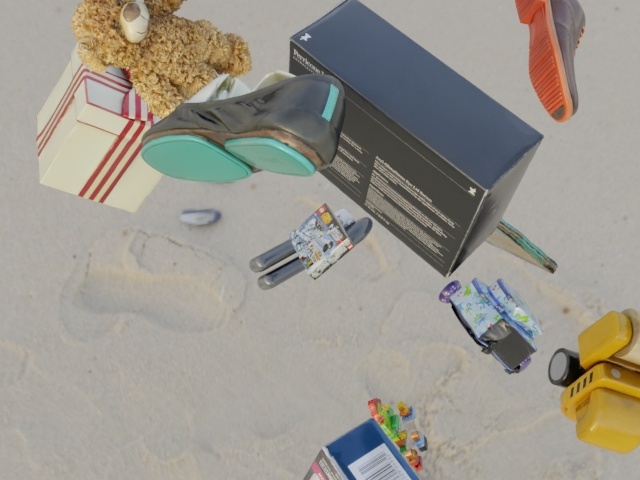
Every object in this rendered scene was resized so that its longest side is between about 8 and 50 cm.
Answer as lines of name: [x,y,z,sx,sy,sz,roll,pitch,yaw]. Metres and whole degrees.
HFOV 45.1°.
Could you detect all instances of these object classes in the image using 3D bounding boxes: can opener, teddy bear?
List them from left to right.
teddy bear: [-0.248,-0.324,1.313,0.113,0.338,0.245,19,74,47]
can opener: [-0.009,0.009,1.520,0.283,0.095,0.076,-29,98,-41]

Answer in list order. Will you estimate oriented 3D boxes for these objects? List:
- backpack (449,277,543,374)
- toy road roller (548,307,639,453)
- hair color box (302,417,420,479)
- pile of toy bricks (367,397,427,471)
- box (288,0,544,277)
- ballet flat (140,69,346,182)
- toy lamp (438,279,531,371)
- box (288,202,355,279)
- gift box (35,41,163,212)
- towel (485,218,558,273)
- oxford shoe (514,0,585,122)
backpack: [0.236,0.102,1.031,0.084,0.105,0.114,-43,42,9]
toy road roller: [0.689,0.335,1.766,0.202,0.329,0.241,18,48,-11]
hair color box: [0.045,0.442,1.206,0.105,0.347,0.174,-22,61,-32]
pile of toy bricks: [0.154,0.410,1.672,0.118,0.105,0.212,-29,28,21]
box: [0.087,-0.110,0.842,0.261,0.184,0.103,41,68,17]
ballet flat: [-0.070,-0.106,0.722,0.280,0.095,0.096,6,67,50]
toy lamp: [0.408,0.215,1.909,0.080,0.080,0.275,-30,55,-21]
box: [0.000,0.000,1.374,0.094,0.027,0.137,-41,33,8]
gift box: [-0.416,-0.245,1.609,0.276,0.258,0.255,14,40,-40]
towel: [0.360,-0.047,1.745,0.271,0.370,0.040,32,91,45]
oxford shoe: [0.393,-0.326,1.252,0.098,0.097,0.271,-6,82,-11]
